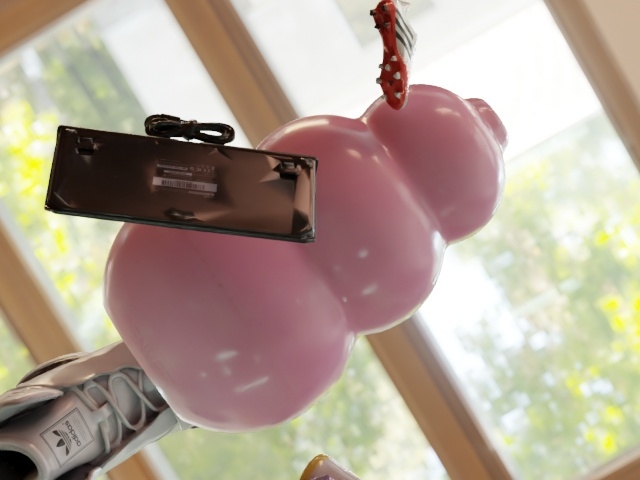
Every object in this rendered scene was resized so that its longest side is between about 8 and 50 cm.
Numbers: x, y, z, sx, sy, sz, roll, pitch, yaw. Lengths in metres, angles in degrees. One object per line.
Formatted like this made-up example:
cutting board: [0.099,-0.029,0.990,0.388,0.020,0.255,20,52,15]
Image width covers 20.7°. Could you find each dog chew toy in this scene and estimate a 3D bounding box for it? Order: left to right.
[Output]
dog chew toy: [0.000,0.000,1.347,0.332,0.207,0.206,-34,-171,-5]

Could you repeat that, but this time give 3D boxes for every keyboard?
keyboard: [-0.092,-0.044,1.188,0.023,0.180,0.108,105,-10,-47]

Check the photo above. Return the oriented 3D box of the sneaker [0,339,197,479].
sneaker: [-0.182,0.159,1.697,0.365,0.137,0.210,-23,-171,22]

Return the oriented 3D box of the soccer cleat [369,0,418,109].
soccer cleat: [0.059,-0.138,1.295,0.035,0.083,0.029,-8,179,-41]

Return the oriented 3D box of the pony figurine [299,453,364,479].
pony figurine: [0.132,0.263,1.046,0.363,0.351,0.303,20,-125,32]
